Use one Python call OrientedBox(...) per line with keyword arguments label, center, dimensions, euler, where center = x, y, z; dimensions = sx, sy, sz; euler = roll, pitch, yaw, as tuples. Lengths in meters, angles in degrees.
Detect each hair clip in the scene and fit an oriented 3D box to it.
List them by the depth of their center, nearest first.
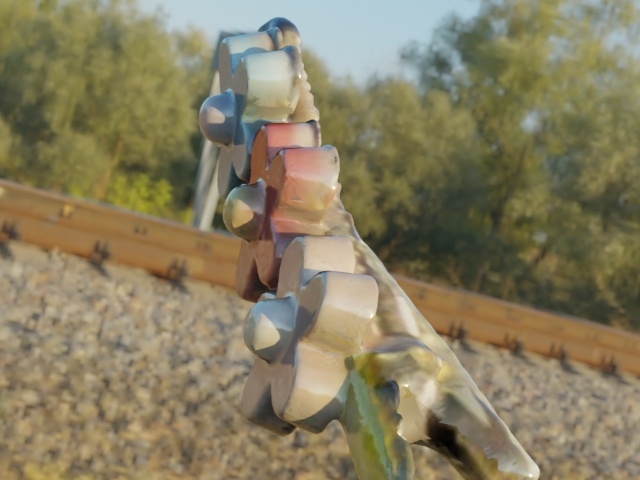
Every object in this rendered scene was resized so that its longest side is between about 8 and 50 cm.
OrientedBox(label="hair clip", center=(-0.006, 0.000, 0.392), dimensions=(0.056, 0.062, 0.214), euler=(1, 40, -26))
